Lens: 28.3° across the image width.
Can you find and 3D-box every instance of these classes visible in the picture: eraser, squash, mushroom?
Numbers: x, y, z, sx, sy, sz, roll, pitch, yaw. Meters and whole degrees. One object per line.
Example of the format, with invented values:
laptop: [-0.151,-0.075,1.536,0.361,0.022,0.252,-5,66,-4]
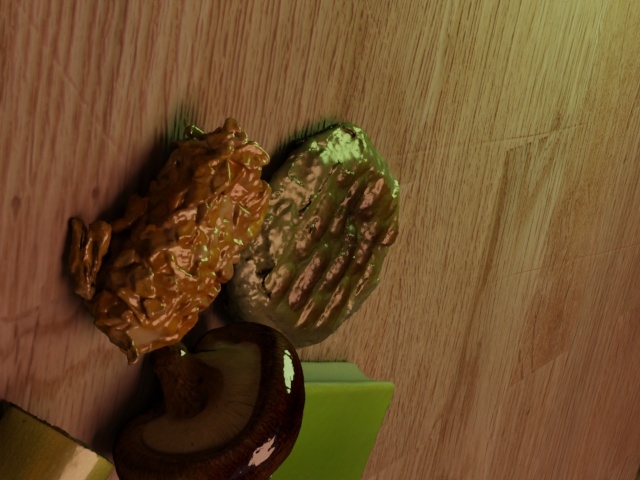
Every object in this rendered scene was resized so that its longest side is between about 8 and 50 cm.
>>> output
eraser: [-0.027,0.260,1.622,0.274,0.092,0.210,6,106,-60]
squash: [-0.286,0.253,1.184,0.186,0.123,0.123,-58,149,-8]
mushroom: [-0.106,0.199,1.348,0.231,0.194,0.138,-43,143,-17]

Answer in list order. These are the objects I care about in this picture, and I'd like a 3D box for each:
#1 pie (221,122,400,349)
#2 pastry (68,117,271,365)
pie: [0.000,0.000,1.503,0.306,0.071,0.306,-38,140,-42]
pastry: [-0.145,0.001,1.234,0.250,0.102,0.154,-54,147,-20]
